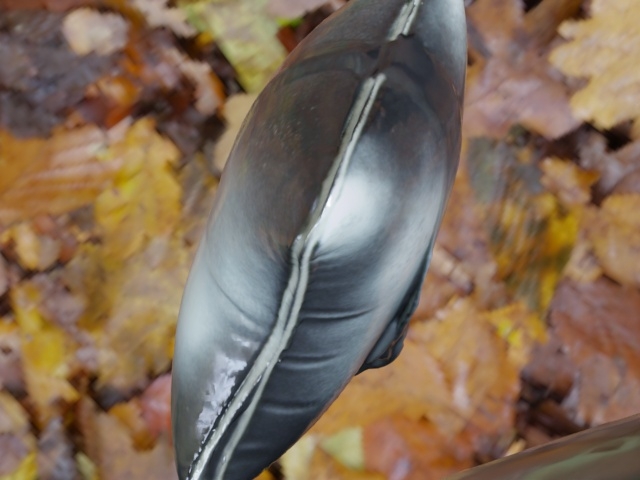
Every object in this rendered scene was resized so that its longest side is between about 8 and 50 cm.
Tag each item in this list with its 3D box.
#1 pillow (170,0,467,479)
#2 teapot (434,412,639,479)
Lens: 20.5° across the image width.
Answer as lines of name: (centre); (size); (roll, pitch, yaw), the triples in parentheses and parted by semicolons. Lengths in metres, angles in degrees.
pillow: (-0.002, -0.001, 0.416); (0.055, 0.091, 0.136); (43, 146, 19)
teapot: (0.000, 0.204, 0.432); (0.361, 0.376, 0.305); (-6, 105, 26)
